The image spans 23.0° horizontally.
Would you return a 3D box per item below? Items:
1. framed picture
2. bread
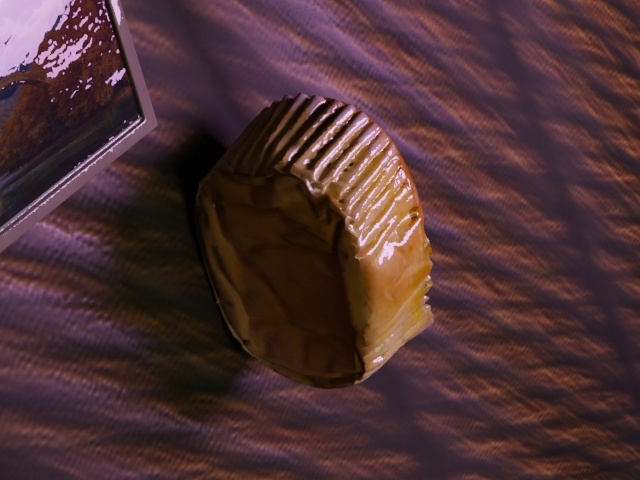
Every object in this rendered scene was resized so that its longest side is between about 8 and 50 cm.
[{"bbox_3d":[-0.220,-0.102,1.140,0.250,0.016,0.184,-44,132,-41],"label":"framed picture"},{"bbox_3d":[0.000,0.000,1.350,0.133,0.179,0.250,-53,138,-42],"label":"bread"}]
